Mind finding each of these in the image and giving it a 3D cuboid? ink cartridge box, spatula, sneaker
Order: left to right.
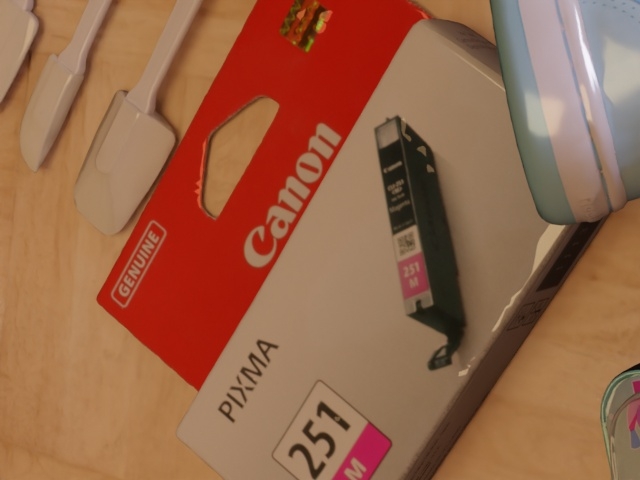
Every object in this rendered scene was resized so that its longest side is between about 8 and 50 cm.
[{"bbox_3d":[-0.126,-0.143,0.902,0.168,0.019,0.242,39,111,27],"label":"spatula"},{"bbox_3d":[0.000,0.000,0.815,0.239,0.060,0.275,38,111,21],"label":"ink cartridge box"},{"bbox_3d":[0.173,-0.173,0.680,0.208,0.127,0.318,-10,76,12],"label":"sneaker"}]

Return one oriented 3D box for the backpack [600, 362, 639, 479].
[{"bbox_3d":[0.221,0.121,0.650,0.188,0.144,0.165,-8,84,27],"label":"backpack"}]
